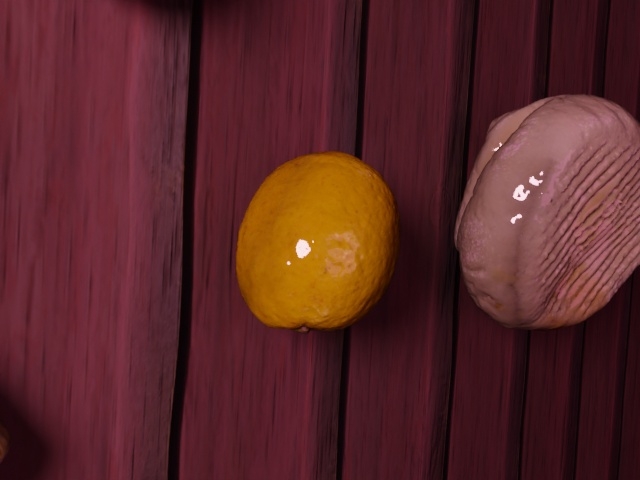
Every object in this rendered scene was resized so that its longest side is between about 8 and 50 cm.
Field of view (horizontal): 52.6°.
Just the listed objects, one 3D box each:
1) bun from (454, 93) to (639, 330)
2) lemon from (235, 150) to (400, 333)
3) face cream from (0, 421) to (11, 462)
[{"bbox_3d":[0.331,-0.049,0.964,0.365,0.219,0.365,-16,118,-32],"label":"bun"},{"bbox_3d":[0.000,0.000,0.678,0.170,0.170,0.207,38,60,-40],"label":"lemon"},{"bbox_3d":[-0.338,0.082,0.413,0.139,0.067,0.285,-45,124,-35],"label":"face cream"}]
